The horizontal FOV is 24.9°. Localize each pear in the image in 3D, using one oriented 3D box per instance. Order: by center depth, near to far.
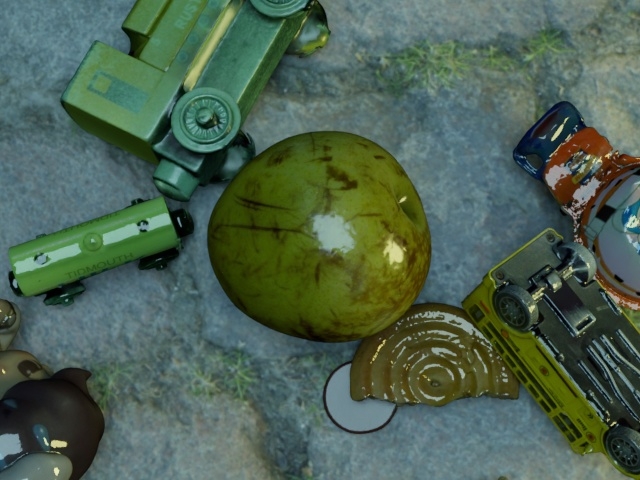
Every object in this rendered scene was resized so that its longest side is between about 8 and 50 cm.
[{"bbox_3d":[0.000,0.000,1.830,0.283,0.283,0.284,0,82,0],"label":"pear"}]

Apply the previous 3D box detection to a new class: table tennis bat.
[{"bbox_3d":[0.080,0.205,1.916,0.154,0.019,0.098,-4,81,2],"label":"table tennis bat"}]

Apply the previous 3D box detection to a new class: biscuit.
[{"bbox_3d":[0.151,0.149,1.903,0.224,0.033,0.144,2,70,-3],"label":"biscuit"}]

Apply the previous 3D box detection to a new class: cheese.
[{"bbox_3d":[0.399,-0.039,1.894,0.217,0.129,0.329,-44,84,-7],"label":"cheese"}]

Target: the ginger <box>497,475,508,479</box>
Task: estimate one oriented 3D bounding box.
[{"bbox_3d":[0.132,0.368,1.872,0.288,0.075,0.089,-13,87,-6],"label":"ginger"}]

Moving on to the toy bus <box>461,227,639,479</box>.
[{"bbox_3d":[0.335,0.159,1.848,0.144,0.152,0.330,-33,80,-31],"label":"toy bus"}]

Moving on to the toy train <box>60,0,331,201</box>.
[{"bbox_3d":[-0.156,-0.255,1.914,0.253,0.160,0.397,27,80,12],"label":"toy train"}]

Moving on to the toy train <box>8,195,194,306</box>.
[{"bbox_3d":[-0.286,0.010,1.873,0.253,0.157,0.105,-19,85,-5],"label":"toy train"}]

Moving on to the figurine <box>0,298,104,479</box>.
[{"bbox_3d":[-0.410,0.171,1.832,0.206,0.218,0.365,-31,78,33],"label":"figurine"}]
